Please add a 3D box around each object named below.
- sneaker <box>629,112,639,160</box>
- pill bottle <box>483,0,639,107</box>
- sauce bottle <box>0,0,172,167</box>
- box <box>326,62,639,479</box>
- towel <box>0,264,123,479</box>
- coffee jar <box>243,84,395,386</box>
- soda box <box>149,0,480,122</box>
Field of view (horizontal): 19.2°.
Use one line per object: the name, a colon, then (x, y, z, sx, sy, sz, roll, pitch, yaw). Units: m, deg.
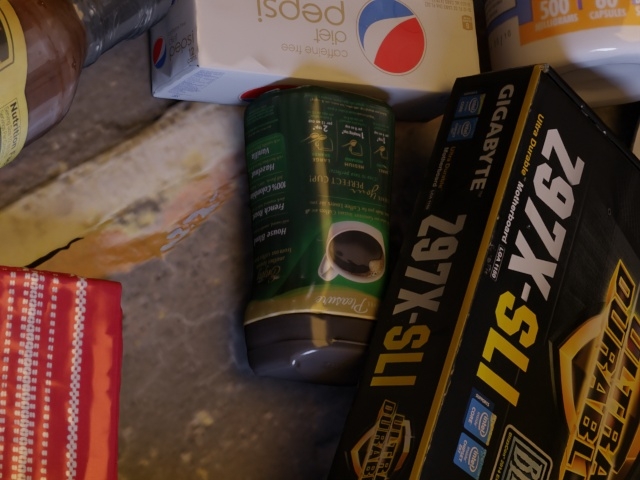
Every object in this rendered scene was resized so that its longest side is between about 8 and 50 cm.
sneaker: (0.323, -0.123, 1.370, 0.086, 0.163, 0.226, 37, 61, -53)
pill bottle: (0.183, -0.240, 1.328, 0.152, 0.152, 0.272, 1, 77, -31)
sauce bottle: (-0.216, -0.083, 1.067, 0.111, 0.111, 0.344, 55, 47, -8)
box: (0.144, 0.087, 1.222, 0.257, 0.079, 0.322, 39, 59, -37)
towel: (-0.236, 0.104, 1.061, 0.275, 0.031, 0.199, 8, 73, -29)
coffee jar: (0.000, 0.000, 1.200, 0.096, 0.079, 0.184, 11, 72, -36)
soda box: (-0.001, -0.128, 1.239, 0.216, 0.069, 0.074, 3, 76, -31)
